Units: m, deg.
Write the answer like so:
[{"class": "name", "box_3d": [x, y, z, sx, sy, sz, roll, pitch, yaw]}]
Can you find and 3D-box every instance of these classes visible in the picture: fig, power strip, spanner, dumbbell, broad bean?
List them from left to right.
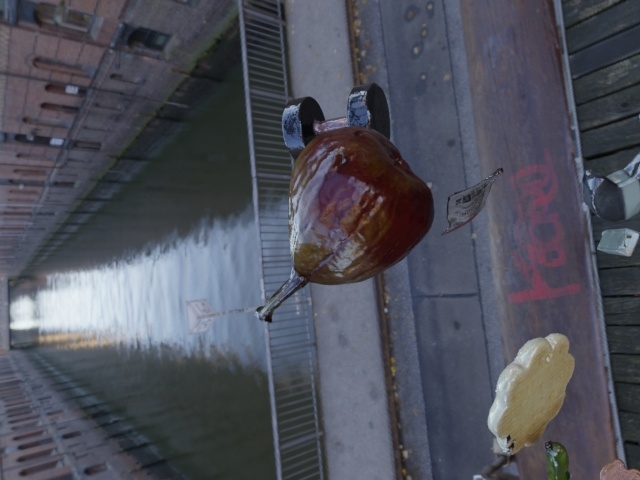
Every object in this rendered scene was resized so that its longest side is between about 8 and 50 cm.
[{"class": "dumbbell", "box_3d": [0.037, -0.264, 1.023, 0.218, 0.152, 0.152, -3, 89, 25]}, {"class": "fig", "box_3d": [0.029, 0.002, 0.586, 0.190, 0.191, 0.290, 46, 131, 42]}, {"class": "broad bean", "box_3d": [0.571, 0.537, 1.080, 0.048, 0.070, 0.213, 11, 144, 42]}, {"class": "power strip", "box_3d": [0.329, 0.001, 0.498, 0.017, 0.083, 0.027, 24, 98, 16]}, {"class": "spanner", "box_3d": [0.351, -0.052, 0.355, 0.024, 0.316, 0.087, -107, 22, -54]}]

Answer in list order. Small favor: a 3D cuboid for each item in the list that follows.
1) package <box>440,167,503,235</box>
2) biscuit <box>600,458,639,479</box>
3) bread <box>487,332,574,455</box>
[{"class": "package", "box_3d": [0.395, -0.094, 1.194, 0.030, 0.154, 0.239, 57, 173, 27]}, {"class": "biscuit", "box_3d": [0.766, 0.610, 1.109, 0.130, 0.019, 0.102, 33, 101, 35]}, {"class": "bread", "box_3d": [0.502, 0.361, 1.071, 0.054, 0.316, 0.315, 25, 111, 53]}]
